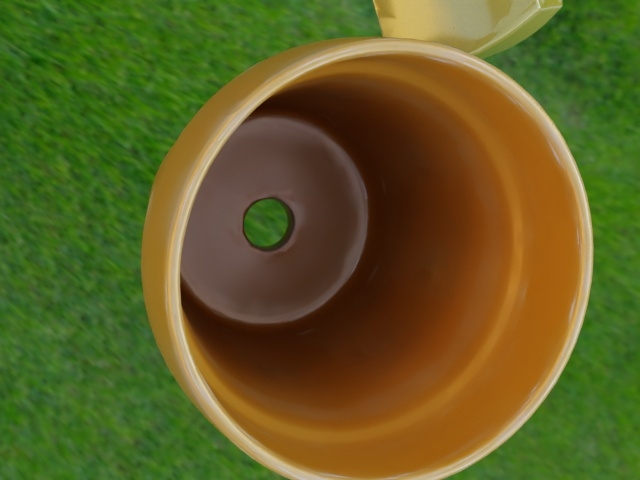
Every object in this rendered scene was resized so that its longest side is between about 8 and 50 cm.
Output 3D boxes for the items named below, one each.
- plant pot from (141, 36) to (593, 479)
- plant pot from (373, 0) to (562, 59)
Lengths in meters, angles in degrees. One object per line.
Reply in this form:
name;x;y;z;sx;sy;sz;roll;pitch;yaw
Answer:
plant pot;0.000;0.000;0.860;0.205;0.188;0.205;-3;99;-19
plant pot;0.080;-0.135;0.932;0.081;0.083;0.081;-23;98;-66
